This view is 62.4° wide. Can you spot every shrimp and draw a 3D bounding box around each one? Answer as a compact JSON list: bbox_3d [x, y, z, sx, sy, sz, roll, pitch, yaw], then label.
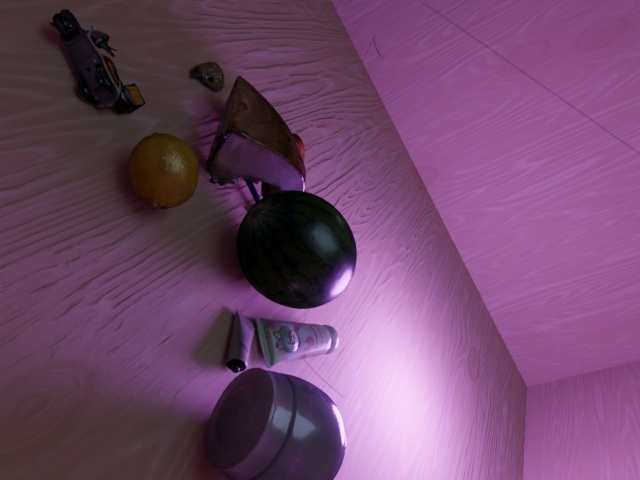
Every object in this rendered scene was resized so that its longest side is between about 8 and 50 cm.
[{"bbox_3d":[-0.375,-0.545,1.758,0.180,0.041,0.099,-36,115,-62],"label":"shrimp"}]

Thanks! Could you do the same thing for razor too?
[{"bbox_3d":[-0.231,-0.174,1.707,0.068,0.037,0.191,-23,89,-60],"label":"razor"}]

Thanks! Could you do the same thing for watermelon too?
[{"bbox_3d":[-0.067,0.026,1.516,0.363,0.363,0.364,39,38,-40],"label":"watermelon"}]

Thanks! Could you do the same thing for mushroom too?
[{"bbox_3d":[-0.185,-0.340,1.673,0.313,0.224,0.398,19,45,-22],"label":"mushroom"}]

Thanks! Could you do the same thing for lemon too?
[{"bbox_3d":[-0.387,-0.168,1.304,0.173,0.173,0.207,29,57,-47],"label":"lemon"}]

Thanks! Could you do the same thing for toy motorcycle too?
[{"bbox_3d":[-0.559,-0.445,1.315,0.263,0.090,0.157,64,20,-8],"label":"toy motorcycle"}]

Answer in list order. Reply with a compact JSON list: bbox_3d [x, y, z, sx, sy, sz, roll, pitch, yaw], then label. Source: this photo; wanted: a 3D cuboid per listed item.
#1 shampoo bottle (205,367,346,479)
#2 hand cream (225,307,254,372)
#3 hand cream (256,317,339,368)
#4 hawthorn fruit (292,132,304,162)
[{"bbox_3d":[-0.100,0.445,1.214,0.266,0.273,0.273,35,40,-31],"label":"shampoo bottle"},{"bbox_3d":[-0.211,0.271,1.397,0.087,0.054,0.186,51,25,-31],"label":"hand cream"},{"bbox_3d":[-0.068,0.301,1.588,0.305,0.093,0.147,8,61,-47],"label":"hand cream"},{"bbox_3d":[-0.125,-0.275,1.862,0.162,0.162,0.204,3,81,-59],"label":"hawthorn fruit"}]
